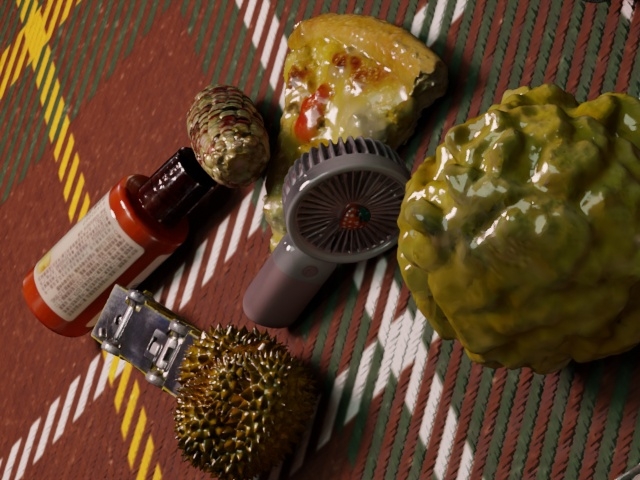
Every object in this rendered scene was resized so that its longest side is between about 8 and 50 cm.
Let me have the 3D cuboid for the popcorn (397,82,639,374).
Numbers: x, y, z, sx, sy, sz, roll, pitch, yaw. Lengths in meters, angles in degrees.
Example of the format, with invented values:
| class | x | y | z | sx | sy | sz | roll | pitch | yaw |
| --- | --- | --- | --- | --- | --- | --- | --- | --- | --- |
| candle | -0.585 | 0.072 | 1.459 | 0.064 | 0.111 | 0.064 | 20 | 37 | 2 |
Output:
| class | x | y | z | sx | sy | sz | roll | pitch | yaw |
| --- | --- | --- | --- | --- | --- | --- | --- | --- | --- |
| popcorn | 0.181 | -0.015 | 1.228 | 0.249 | 0.249 | 0.225 | -34 | 18 | 33 |

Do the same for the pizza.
| class | x | y | z | sx | sy | sz | roll | pitch | yaw |
| --- | --- | --- | --- | --- | --- | --- | --- | --- | --- |
| pizza | 0.007 | -0.102 | 1.573 | 0.280 | 0.075 | 0.287 | 13 | 80 | 52 |

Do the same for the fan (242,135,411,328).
| class | x | y | z | sx | sy | sz | roll | pitch | yaw |
| --- | --- | --- | --- | --- | --- | --- | --- | --- | --- |
| fan | 0.000 | 0.000 | 1.499 | 0.244 | 0.130 | 0.074 | -55 | 33 | 33 |

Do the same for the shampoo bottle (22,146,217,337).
| class | x | y | z | sx | sy | sz | roll | pitch | yaw |
| --- | --- | --- | --- | --- | --- | --- | --- | --- | --- |
| shampoo bottle | -0.227 | -0.004 | 1.765 | 0.278 | 0.104 | 0.104 | -41 | 44 | 26 |

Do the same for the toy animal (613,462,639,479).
| class | x | y | z | sx | sy | sz | roll | pitch | yaw |
| --- | --- | --- | --- | --- | --- | --- | --- | --- | --- |
| toy animal | 0.325 | 0.212 | 0.970 | 0.325 | 0.154 | 0.208 | 19 | 91 | 47 |

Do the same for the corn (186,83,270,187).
| class | x | y | z | sx | sy | sz | roll | pitch | yaw |
| --- | --- | --- | --- | --- | --- | --- | --- | --- | --- |
| corn | -0.099 | -0.111 | 1.639 | 0.086 | 0.086 | 0.253 | -57 | 17 | 9 |

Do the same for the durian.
| class | x | y | z | sx | sy | sz | roll | pitch | yaw |
| --- | --- | --- | --- | --- | --- | --- | --- | --- | --- |
| durian | -0.078 | 0.158 | 1.488 | 0.158 | 0.137 | 0.168 | -100 | 33 | -62 |

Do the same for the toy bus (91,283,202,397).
| class | x | y | z | sx | sy | sz | roll | pitch | yaw |
| --- | --- | --- | --- | --- | --- | --- | --- | --- | --- |
| toy bus | -0.169 | 0.115 | 1.656 | 0.226 | 0.074 | 0.081 | 23 | 89 | 52 |

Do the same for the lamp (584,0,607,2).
| class | x | y | z | sx | sy | sz | roll | pitch | yaw |
| --- | --- | --- | --- | --- | --- | --- | --- | --- | --- |
| lamp | 0.301 | -0.337 | 1.281 | 0.247 | 0.247 | 0.301 | 50 | 120 | 17 |
